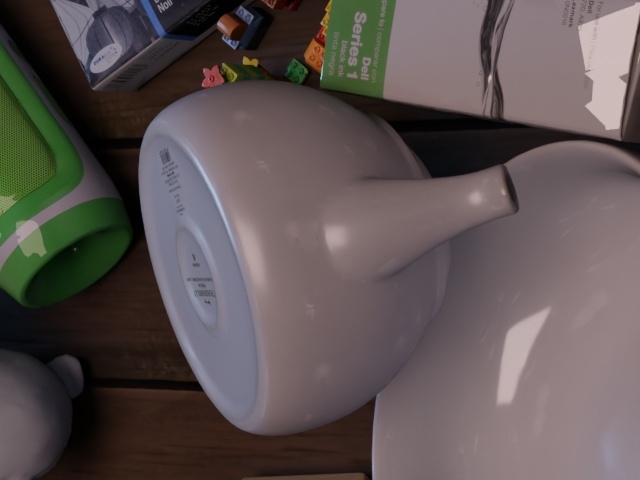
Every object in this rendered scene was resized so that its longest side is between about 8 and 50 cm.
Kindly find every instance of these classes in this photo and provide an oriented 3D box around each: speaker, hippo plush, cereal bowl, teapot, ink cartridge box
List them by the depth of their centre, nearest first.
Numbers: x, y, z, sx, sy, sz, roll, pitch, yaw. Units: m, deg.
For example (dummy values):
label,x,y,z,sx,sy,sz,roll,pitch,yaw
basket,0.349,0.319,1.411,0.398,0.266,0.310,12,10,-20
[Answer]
label,x,y,z,sx,sy,sz,roll,pitch,yaw
cereal bowl,0.181,0.113,1.069,0.339,0.141,0.339,-35,47,49
ink cartridge box,0.136,-0.123,1.105,0.219,0.160,0.093,14,98,31
teapot,0.000,0.000,1.120,0.256,0.187,0.253,54,152,40
ink cartridge box,-0.179,-0.302,1.345,0.165,0.065,0.333,-34,75,29
hippo plush,-0.310,0.090,1.369,0.294,0.236,0.234,-23,46,51
speaker,-0.279,-0.091,1.383,0.131,0.131,0.296,-45,71,26

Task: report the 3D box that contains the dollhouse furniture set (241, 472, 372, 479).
label,x,y,z,sx,sy,sz,roll,pitch,yaw
dollhouse furniture set,-0.010,0.278,1.301,0.144,0.123,0.151,-7,55,31

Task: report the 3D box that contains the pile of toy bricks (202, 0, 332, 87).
label,x,y,z,sx,sy,sz,roll,pitch,yaw
pile of toy bricks,-0.055,-0.110,1.255,0.118,0.105,0.212,40,112,23
